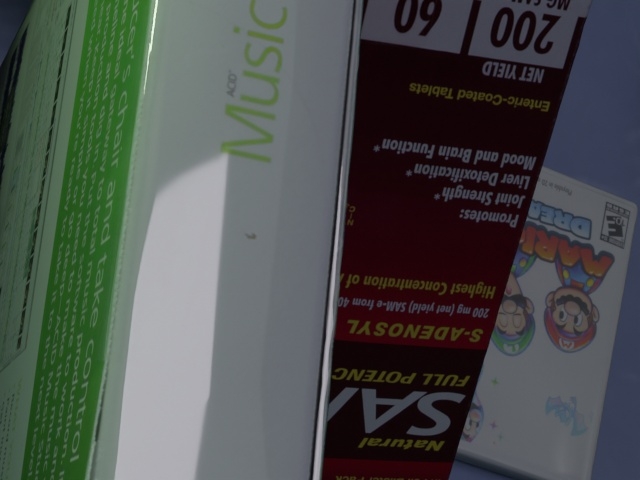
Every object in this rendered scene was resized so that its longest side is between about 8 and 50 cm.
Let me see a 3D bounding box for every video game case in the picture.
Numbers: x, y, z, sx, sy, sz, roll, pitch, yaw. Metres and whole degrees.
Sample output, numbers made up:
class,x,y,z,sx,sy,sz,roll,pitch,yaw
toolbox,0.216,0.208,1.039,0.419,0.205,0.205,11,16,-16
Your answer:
class,x,y,z,sx,sy,sz,roll,pitch,yaw
video game case,0.063,0.024,0.728,0.157,0.019,0.143,20,69,-18

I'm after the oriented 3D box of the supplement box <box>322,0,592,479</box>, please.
class,x,y,z,sx,sy,sz,roll,pitch,yaw
supplement box,0.000,0.000,0.605,0.130,0.073,0.239,5,113,-20

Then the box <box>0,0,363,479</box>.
class,x,y,z,sx,sy,sz,roll,pitch,yaw
box,-0.072,0.022,0.502,0.058,0.322,0.232,11,73,-17
